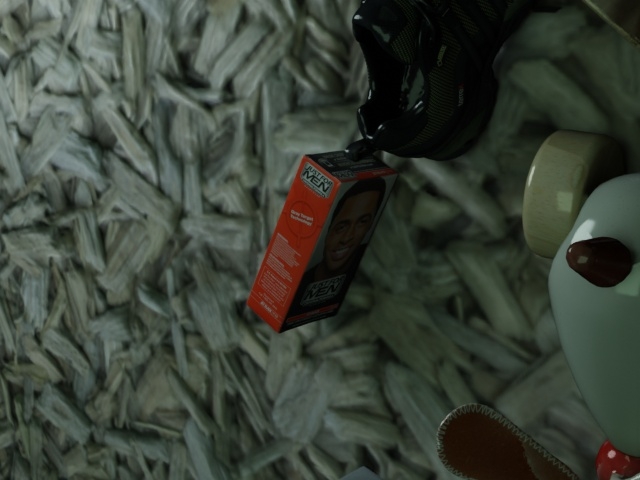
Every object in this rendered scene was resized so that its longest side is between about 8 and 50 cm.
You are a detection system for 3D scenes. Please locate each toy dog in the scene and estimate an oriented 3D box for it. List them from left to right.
[{"bbox_3d":[0.172,0.098,0.540,0.220,0.161,0.333,-10,93,42],"label":"toy dog"}]

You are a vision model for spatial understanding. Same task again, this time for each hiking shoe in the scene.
[{"bbox_3d":[0.079,-0.154,0.599,0.086,0.114,0.227,26,115,34],"label":"hiking shoe"}]

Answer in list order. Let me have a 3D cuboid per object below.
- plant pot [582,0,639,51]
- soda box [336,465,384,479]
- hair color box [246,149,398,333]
[{"bbox_3d":[0.218,-0.188,0.429,0.230,0.215,0.215,-49,67,22],"label":"plant pot"},{"bbox_3d":[0.097,0.293,0.690,0.286,0.098,0.091,30,117,33],"label":"soda box"},{"bbox_3d":[0.000,0.000,0.731,0.043,0.072,0.141,39,123,29],"label":"hair color box"}]
